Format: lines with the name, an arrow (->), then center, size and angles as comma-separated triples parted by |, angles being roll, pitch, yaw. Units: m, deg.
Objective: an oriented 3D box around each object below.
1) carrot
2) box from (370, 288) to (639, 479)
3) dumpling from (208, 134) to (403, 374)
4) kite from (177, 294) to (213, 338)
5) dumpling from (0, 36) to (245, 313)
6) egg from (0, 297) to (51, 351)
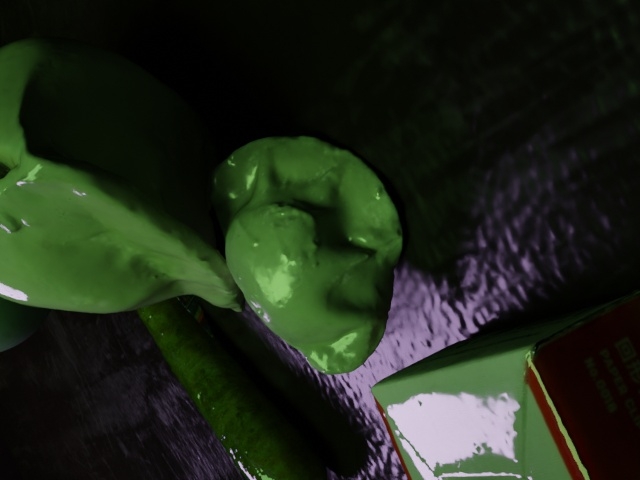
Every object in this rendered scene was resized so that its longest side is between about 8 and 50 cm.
carrot -> -0.119, 0.146, 0.896 | 0.358, 0.074, 0.074 | 44, 143, 33
box -> 0.127, 0.115, 0.475 | 0.133, 0.099, 0.182 | 65, 151, 6
dumpling -> 0.002, 0.002, 0.605 | 0.134, 0.100, 0.169 | -38, 56, 22
kite -> -0.140, 0.045, 0.864 | 0.090, 0.004, 0.122 | 35, -154, -49
dumpling -> -0.200, -0.034, 0.752 | 0.315, 0.233, 0.395 | 45, 170, -34
egg -> -0.510, -0.025, 1.163 | 0.276, 0.276, 0.389 | 4, 111, 56
